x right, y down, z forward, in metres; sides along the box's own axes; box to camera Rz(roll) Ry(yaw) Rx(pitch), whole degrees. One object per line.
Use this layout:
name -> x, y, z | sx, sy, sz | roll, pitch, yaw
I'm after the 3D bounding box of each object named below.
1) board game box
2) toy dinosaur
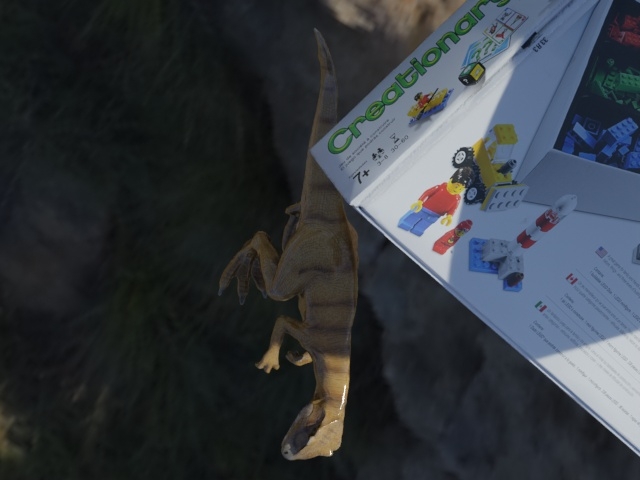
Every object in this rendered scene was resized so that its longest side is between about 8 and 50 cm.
board game box -> 0.158, -0.019, 0.856 | 0.193, 0.053, 0.305 | -43, 133, 7
toy dinosaur -> 0.000, 0.000, 0.921 | 0.064, 0.112, 0.211 | -6, 98, -28
